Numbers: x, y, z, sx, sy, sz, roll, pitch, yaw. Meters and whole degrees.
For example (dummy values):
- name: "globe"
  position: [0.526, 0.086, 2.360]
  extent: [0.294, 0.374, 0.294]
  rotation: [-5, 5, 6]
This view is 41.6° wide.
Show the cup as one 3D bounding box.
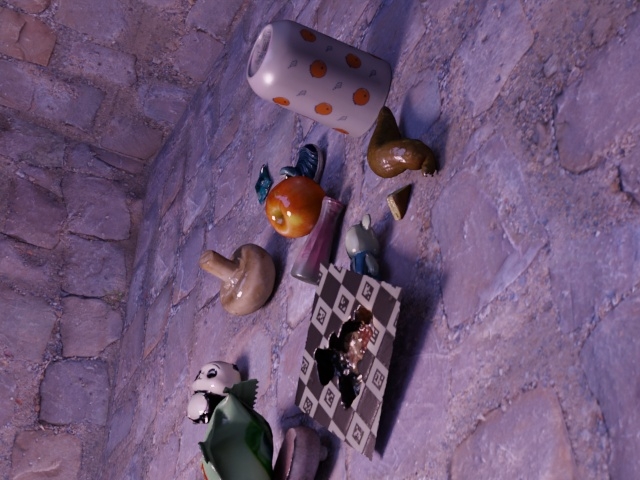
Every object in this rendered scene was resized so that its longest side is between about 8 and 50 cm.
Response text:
- name: "cup"
  position: [-0.011, -0.412, 2.101]
  extent: [0.212, 0.317, 0.212]
  rotation: [-47, 33, 43]

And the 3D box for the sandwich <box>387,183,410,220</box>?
- name: "sandwich"
  position: [0.166, -0.087, 1.813]
  extent: [0.031, 0.044, 0.083]
  rotation: [-1, 74, 61]

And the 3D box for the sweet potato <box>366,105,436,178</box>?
- name: "sweet potato"
  position: [0.158, -0.195, 1.845]
  extent: [0.124, 0.098, 0.310]
  rotation: [-44, 27, 9]

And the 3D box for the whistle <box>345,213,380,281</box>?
- name: "whistle"
  position: [0.097, 0.059, 1.822]
  extent: [0.114, 0.077, 0.236]
  rotation: [129, 144, -50]

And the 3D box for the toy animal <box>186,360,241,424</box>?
- name: "toy animal"
  position: [-0.298, 0.423, 2.332]
  extent: [0.166, 0.138, 0.179]
  rotation: [-7, 70, 47]

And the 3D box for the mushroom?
- name: "mushroom"
  position: [-0.237, 0.096, 2.349]
  extent: [0.207, 0.215, 0.207]
  rotation: [-45, 29, 34]

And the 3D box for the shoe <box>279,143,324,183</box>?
- name: "shoe"
  position: [-0.058, -0.176, 2.297]
  extent: [0.091, 0.106, 0.207]
  rotation: [-22, 47, 59]

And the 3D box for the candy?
- name: "candy"
  position: [-0.167, 0.540, 1.850]
  extent: [0.263, 0.171, 0.398]
  rotation: [102, 155, -61]

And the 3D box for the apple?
- name: "apple"
  position: [-0.059, -0.088, 2.170]
  extent: [0.163, 0.139, 0.163]
  rotation: [32, 138, 34]

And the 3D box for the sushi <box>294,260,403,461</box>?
- name: "sushi"
  position: [0.075, 0.234, 1.733]
  extent: [0.320, 0.068, 0.340]
  rotation: [16, 97, 59]

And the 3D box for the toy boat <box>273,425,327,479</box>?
- name: "toy boat"
  position: [-0.046, 0.499, 1.818]
  extent: [0.155, 0.085, 0.227]
  rotation: [-92, 19, -57]

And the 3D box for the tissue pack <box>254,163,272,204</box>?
- name: "tissue pack"
  position: [-0.187, -0.181, 2.686]
  extent: [0.085, 0.027, 0.138]
  rotation: [-62, 22, 21]

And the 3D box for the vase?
- name: "vase"
  position: [0.000, 0.000, 2.074]
  extent: [0.086, 0.086, 0.214]
  rotation: [-1, 67, 66]
